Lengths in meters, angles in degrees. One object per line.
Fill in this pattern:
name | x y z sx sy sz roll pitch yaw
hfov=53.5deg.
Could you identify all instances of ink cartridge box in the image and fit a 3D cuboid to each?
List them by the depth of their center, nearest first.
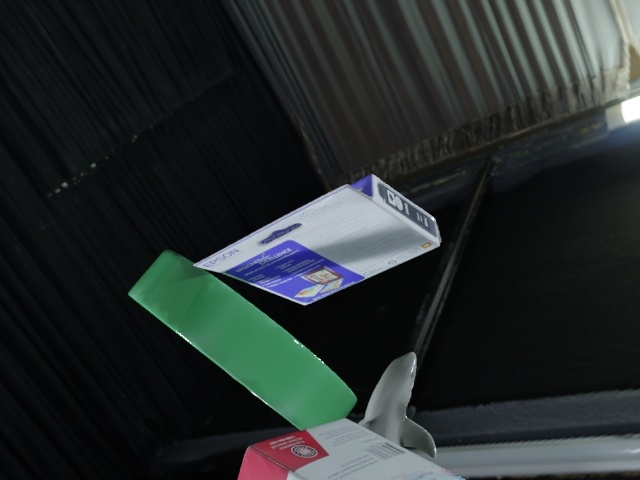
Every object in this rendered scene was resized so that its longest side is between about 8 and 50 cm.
ink cartridge box | 0.040 0.221 0.427 0.176 0.127 0.128 17 -176 34
ink cartridge box | 0.000 0.000 0.715 0.206 0.208 0.045 -26 -119 26

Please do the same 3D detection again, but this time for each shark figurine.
shark figurine | 0.090 0.309 0.870 0.166 0.116 0.278 -37 -129 31

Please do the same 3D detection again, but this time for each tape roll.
tape roll | -0.102 0.141 0.832 0.077 0.321 0.321 -52 -155 -14
